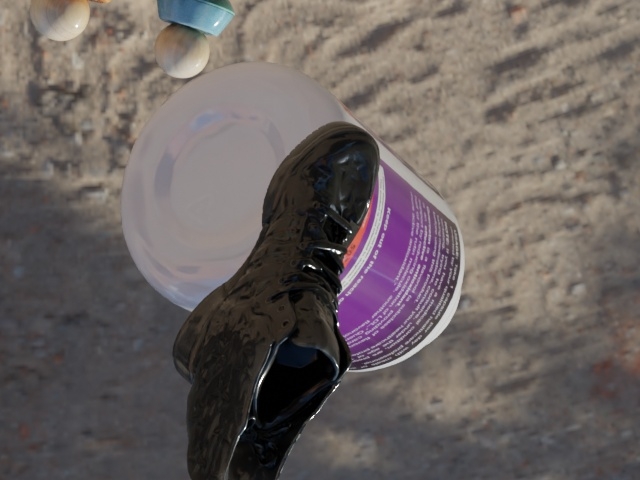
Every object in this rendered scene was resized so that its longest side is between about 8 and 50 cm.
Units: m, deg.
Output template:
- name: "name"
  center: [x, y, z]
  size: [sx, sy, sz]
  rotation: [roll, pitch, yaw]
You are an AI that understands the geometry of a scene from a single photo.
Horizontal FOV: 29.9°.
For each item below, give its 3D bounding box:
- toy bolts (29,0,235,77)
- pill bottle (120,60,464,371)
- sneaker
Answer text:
- name: "toy bolts"
  center: [-0.206, -0.270, 1.285]
  size: [0.228, 0.159, 0.218]
  rotation: [15, -178, -17]
- name: "pill bottle"
  center: [0.000, 0.000, 0.930]
  size: [0.181, 0.182, 0.323]
  rotation: [-23, 155, 18]
- name: "sneaker"
  center: [-0.010, 0.032, 0.523]
  size: [0.051, 0.089, 0.170]
  rotation: [34, 90, -35]
